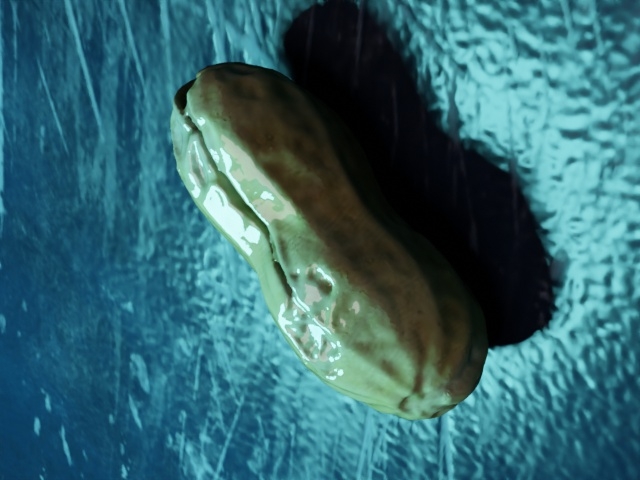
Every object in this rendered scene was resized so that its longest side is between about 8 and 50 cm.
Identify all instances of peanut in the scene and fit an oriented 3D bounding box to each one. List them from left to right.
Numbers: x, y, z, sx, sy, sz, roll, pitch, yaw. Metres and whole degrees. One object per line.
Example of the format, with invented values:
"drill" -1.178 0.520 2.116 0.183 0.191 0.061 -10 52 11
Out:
"peanut" 0.000 0.000 0.833 0.290 0.130 0.130 53 137 8
